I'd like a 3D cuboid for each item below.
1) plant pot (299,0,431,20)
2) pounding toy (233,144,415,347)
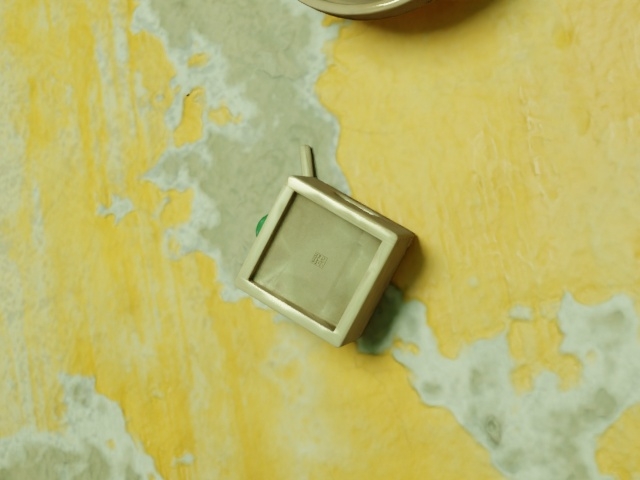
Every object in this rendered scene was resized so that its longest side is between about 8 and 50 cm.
[{"bbox_3d":[0.060,-0.300,0.975,0.237,0.110,0.237,-3,84,25],"label":"plant pot"},{"bbox_3d":[0.000,0.000,0.999,0.141,0.100,0.130,30,100,14],"label":"pounding toy"}]
